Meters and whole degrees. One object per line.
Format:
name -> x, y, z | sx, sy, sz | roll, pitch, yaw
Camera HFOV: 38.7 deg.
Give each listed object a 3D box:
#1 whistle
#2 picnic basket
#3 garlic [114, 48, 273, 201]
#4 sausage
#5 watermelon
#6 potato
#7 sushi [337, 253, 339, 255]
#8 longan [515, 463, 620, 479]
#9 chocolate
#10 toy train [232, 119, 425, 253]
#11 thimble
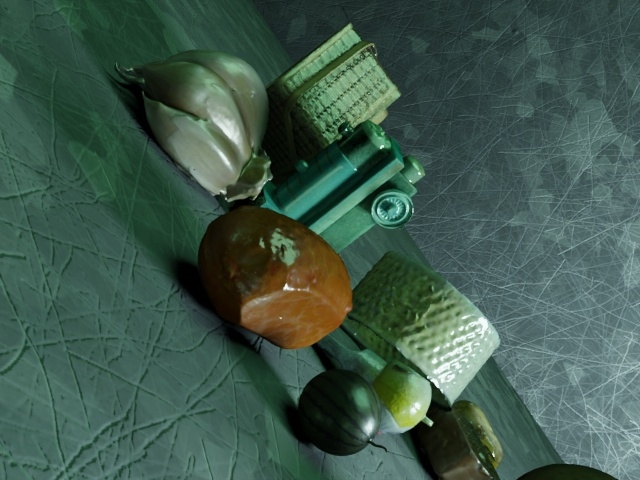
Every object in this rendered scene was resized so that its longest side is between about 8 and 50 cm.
whistle -> 0.081, 0.226, 1.427 | 0.223, 0.122, 0.123 | 36, 10, 4
picnic basket -> -0.024, -0.225, 1.650 | 0.175, 0.228, 0.313 | 52, -28, -10
garlic -> -0.197, -0.196, 1.453 | 0.292, 0.210, 0.237 | 56, 44, -19
sausage -> -0.058, 0.047, 1.175 | 0.141, 0.153, 0.268 | 61, 13, 28
watermelon -> 0.033, 0.224, 1.143 | 0.133, 0.105, 0.105 | 41, 4, 26
potato -> 0.325, 0.410, 1.919 | 0.107, 0.080, 0.170 | 55, 10, -48
sushi -> 0.000, 0.000, 1.856 | 0.120, 0.052, 0.055 | -111, 177, -46
longan -> 0.456, 0.542, 1.593 | 0.350, 0.288, 0.288 | 54, 9, -36
chocolate -> 0.239, 0.376, 1.620 | 0.148, 0.093, 0.214 | 48, 12, -27
toy train -> 0.016, -0.066, 1.483 | 0.194, 0.298, 0.120 | 44, 20, -22
thimble -> 0.166, 0.156, 1.576 | 0.271, 0.150, 0.271 | 40, -10, 9
